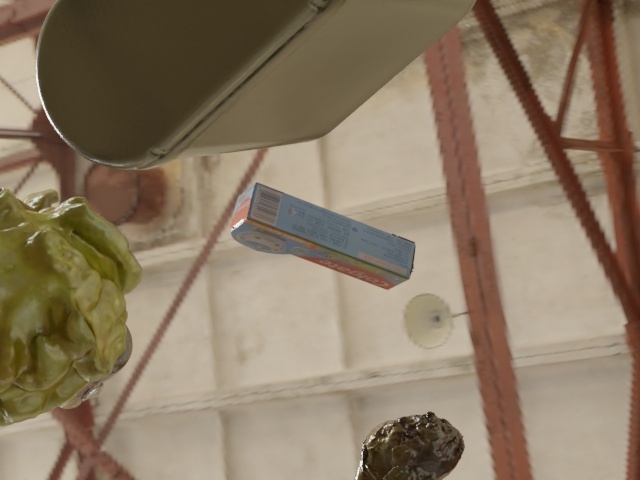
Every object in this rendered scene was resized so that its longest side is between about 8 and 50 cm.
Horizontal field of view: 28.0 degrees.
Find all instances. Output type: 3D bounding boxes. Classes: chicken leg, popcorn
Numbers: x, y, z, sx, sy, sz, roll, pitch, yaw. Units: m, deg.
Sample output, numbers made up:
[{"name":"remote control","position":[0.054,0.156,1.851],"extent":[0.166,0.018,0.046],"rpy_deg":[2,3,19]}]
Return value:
[{"name":"chicken leg","position":[0.057,0.249,1.275],"extent":[0.085,0.069,0.198],"rpy_deg":[40,-90,-23]},{"name":"popcorn","position":[-0.253,0.043,1.065],"extent":[0.235,0.217,0.181],"rpy_deg":[-2,-67,33]}]

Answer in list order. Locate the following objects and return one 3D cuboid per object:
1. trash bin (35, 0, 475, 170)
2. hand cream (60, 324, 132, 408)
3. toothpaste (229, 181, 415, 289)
[{"name":"trash bin","position":[-0.028,-0.146,0.842],"extent":[0.243,0.247,0.121],"rpy_deg":[-39,-103,24]},{"name":"hand cream","position":[-0.293,0.157,1.565],"extent":[0.084,0.084,0.203],"rpy_deg":[61,-33,13]},{"name":"toothpaste","position":[0.000,0.000,1.356],"extent":[0.070,0.193,0.044],"rpy_deg":[-32,-139,59]}]
